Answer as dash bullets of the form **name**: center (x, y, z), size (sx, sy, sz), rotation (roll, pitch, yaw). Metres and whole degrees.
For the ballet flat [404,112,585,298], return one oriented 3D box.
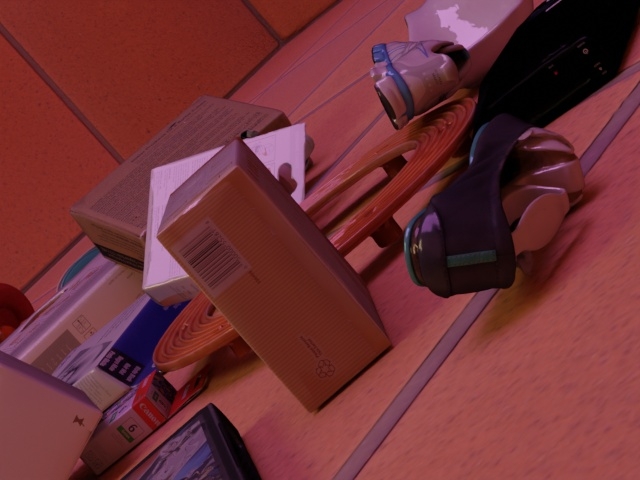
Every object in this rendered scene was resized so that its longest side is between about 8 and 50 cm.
- **ballet flat**: center (0.109, -0.022, 0.855), size (0.074, 0.074, 0.203), rotation (-36, 5, 30)

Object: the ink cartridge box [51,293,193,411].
- **ink cartridge box**: center (-0.201, 0.115, 1.516), size (0.224, 0.045, 0.223), rotation (-37, 10, 25)

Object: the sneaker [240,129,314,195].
- **sneaker**: center (-0.056, -0.079, 1.641), size (0.151, 0.094, 0.256), rotation (-52, 10, -21)

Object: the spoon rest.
- **spoon rest**: center (0.132, -0.202, 1.507), size (0.137, 0.084, 0.276), rotation (-42, 8, -1)

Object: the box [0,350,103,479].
- **box**: center (-0.249, 0.166, 1.221), size (0.130, 0.091, 0.170), rotation (-63, 12, -7)

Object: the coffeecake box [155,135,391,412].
- **coffeecake box**: center (-0.031, 0.015, 0.985), size (0.068, 0.142, 0.185), rotation (-40, 9, 4)

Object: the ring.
- **ring**: center (0.000, 0.000, 1.250), size (0.336, 0.032, 0.336), rotation (-38, 10, 8)

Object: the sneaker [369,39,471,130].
- **sneaker**: center (0.092, -0.145, 1.337), size (0.083, 0.071, 0.191), rotation (-25, 14, 7)

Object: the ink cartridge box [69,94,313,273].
- **ink cartridge box**: center (-0.155, -0.064, 1.834), size (0.234, 0.088, 0.193), rotation (-43, 30, -18)

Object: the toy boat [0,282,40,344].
- **toy boat**: center (-0.448, 0.145, 2.197), size (0.151, 0.151, 0.231), rotation (-9, 16, 8)

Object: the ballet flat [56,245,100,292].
- **ballet flat**: center (-0.282, 0.029, 2.188), size (0.248, 0.086, 0.086), rotation (-45, 10, -30)

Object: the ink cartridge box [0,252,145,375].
- **ink cartridge box**: center (-0.310, 0.099, 1.965), size (0.296, 0.066, 0.261), rotation (-45, 11, -26)

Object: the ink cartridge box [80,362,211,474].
- **ink cartridge box**: center (-0.142, 0.134, 1.233), size (0.115, 0.029, 0.063), rotation (-40, 10, 12)

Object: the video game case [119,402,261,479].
- **video game case**: center (-0.145, 0.214, 0.863), size (0.275, 0.035, 0.248), rotation (-42, 9, -3)

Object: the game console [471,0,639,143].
- **game console**: center (0.258, -0.199, 1.115), size (0.361, 0.044, 0.213), rotation (-36, 12, 32)

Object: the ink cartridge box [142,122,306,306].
- **ink cartridge box**: center (-0.085, -0.025, 1.484), size (0.179, 0.045, 0.145), rotation (-14, 56, 22)
